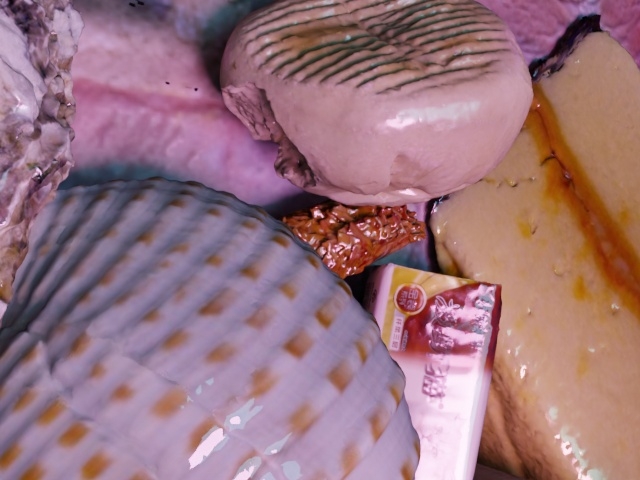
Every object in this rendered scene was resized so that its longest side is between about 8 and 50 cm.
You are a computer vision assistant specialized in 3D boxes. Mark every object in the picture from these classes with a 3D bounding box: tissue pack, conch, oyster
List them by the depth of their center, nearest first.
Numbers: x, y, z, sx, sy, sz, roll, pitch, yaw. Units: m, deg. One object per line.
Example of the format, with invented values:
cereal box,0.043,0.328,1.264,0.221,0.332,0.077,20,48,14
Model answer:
oyster,-0.189,-0.037,0.444,0.252,0.087,0.199,-41,78,-17
conch,-0.073,0.128,0.487,0.303,0.215,0.319,-31,111,-16
tissue pack,0.074,0.097,0.671,0.099,0.106,0.148,11,88,-1

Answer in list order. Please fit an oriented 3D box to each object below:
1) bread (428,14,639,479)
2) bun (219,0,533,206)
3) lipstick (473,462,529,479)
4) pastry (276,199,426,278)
bread,0.223,0.057,0.856,0.346,0.242,0.405,-30,79,-29
bun,0.031,-0.089,0.597,0.193,0.178,0.127,-18,138,-24
lipstick,0.158,0.228,0.674,0.077,0.253,0.078,-15,102,-37
pastry,0.002,0.000,0.640,0.169,0.087,0.063,-24,95,-35
